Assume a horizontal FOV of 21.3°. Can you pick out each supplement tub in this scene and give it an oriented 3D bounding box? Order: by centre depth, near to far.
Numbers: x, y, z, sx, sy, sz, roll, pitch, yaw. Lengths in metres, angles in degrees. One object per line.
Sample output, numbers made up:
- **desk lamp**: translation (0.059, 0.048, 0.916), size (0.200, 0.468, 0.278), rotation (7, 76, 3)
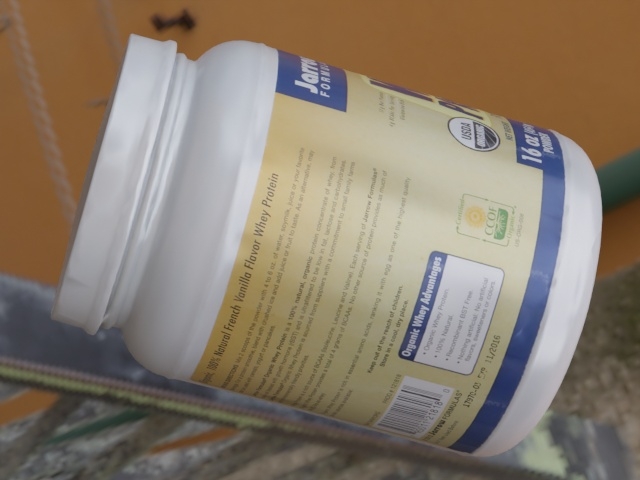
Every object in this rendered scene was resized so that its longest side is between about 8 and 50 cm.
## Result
- **supplement tub**: translation (0.000, 0.000, 1.116), size (0.316, 0.228, 0.228), rotation (16, 51, -9)
